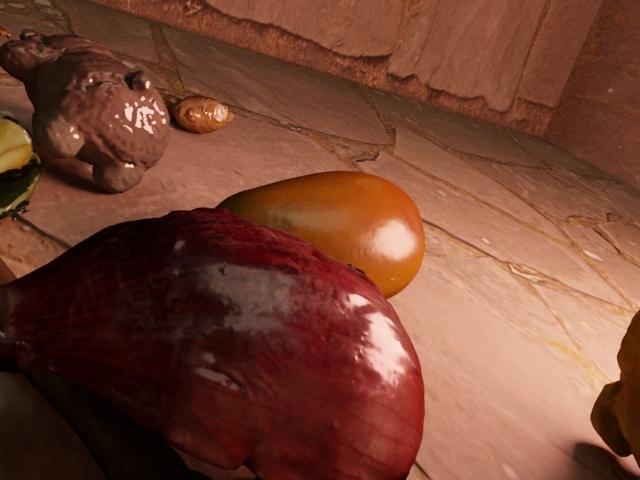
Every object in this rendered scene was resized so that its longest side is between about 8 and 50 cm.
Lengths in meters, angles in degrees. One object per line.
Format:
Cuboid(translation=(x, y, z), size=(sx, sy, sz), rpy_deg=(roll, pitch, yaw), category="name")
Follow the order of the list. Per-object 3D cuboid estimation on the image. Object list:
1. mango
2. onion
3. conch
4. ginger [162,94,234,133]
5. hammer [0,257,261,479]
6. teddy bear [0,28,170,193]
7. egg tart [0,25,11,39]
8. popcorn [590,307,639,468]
Cuboid(translation=(0.007, 0.001, 0.737), size=(0.255, 0.139, 0.176), rpy_deg=(-12, 23, -43), category="mango")
Cuboid(translation=(-0.063, 0.045, 0.422), size=(0.284, 0.120, 0.227), rpy_deg=(15, 9, -30), category="onion")
Cuboid(translation=(-0.337, -0.077, 0.718), size=(0.095, 0.079, 0.200), rpy_deg=(23, 32, -31), category="conch")
Cuboid(translation=(-0.239, -0.228, 1.248), size=(0.166, 0.067, 0.096), rpy_deg=(13, 15, 25), category="ginger")
Cuboid(translation=(-0.198, 0.071, 0.484), size=(0.440, 0.044, 0.168), rpy_deg=(33, 24, 34), category="hammer")
Cuboid(translation=(-0.295, -0.174, 0.883), size=(0.267, 0.151, 0.236), rpy_deg=(33, -7, 46), category="teddy bear")
Cuboid(translation=(-0.680, -0.387, 1.223), size=(0.253, 0.098, 0.232), rpy_deg=(23, 13, -1), category="egg tart")
Cuboid(translation=(0.340, 0.129, 0.546), size=(0.235, 0.241, 0.250), rpy_deg=(4, 21, -30), category="popcorn")
